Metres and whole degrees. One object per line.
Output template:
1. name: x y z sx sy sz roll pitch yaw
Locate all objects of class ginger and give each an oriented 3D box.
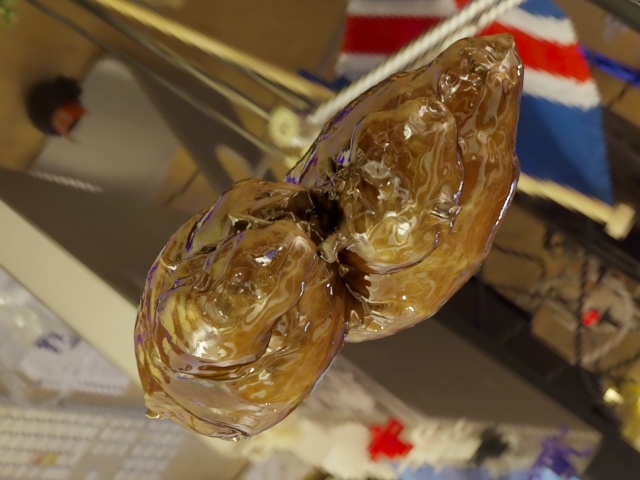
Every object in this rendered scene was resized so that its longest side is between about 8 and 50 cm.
1. ginger: 0.008 -0.007 1.103 0.357 0.152 0.274 -37 162 -11

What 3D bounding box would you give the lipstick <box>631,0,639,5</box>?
1. lipstick: 0.195 -0.243 0.633 0.357 0.057 0.057 -66 152 -22
